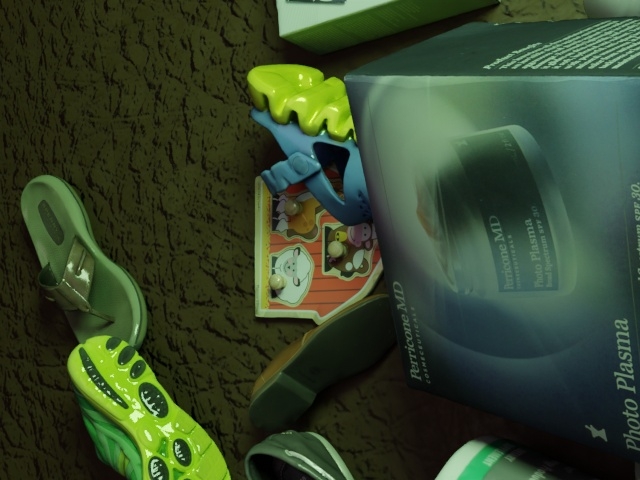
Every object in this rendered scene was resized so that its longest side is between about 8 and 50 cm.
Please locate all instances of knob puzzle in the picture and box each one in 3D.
[{"bbox_3d":[0.000,0.000,1.059,0.213,0.030,0.213,-5,81,32],"label":"knob puzzle"}]

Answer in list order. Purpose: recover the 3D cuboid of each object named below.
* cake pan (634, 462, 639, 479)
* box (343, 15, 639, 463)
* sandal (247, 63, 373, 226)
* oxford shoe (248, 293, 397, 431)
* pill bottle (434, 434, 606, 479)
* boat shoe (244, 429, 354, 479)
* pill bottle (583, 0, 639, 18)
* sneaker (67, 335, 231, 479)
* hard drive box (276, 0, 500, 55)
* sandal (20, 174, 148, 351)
[{"bbox_3d":[0.377,0.197,0.668,0.293,0.293,0.054,19,132,33],"label":"cake pan"},{"bbox_3d":[0.199,-0.011,0.724,0.294,0.182,0.296,11,121,48],"label":"box"},{"bbox_3d":[0.051,-0.073,0.986,0.317,0.126,0.138,30,122,26],"label":"sandal"},{"bbox_3d":[0.001,0.118,1.025,0.212,0.076,0.076,-37,25,13],"label":"oxford shoe"},{"bbox_3d":[0.257,0.315,0.748,0.361,0.204,0.204,19,94,33],"label":"pill bottle"},{"bbox_3d":[0.039,0.331,0.953,0.335,0.095,0.112,45,108,29],"label":"boat shoe"},{"bbox_3d":[0.401,-0.161,0.710,0.363,0.210,0.210,41,106,30],"label":"pill bottle"},{"bbox_3d":[-0.204,0.249,1.132,0.295,0.109,0.123,55,151,15],"label":"sneaker"},{"bbox_3d":[0.066,-0.325,1.021,0.232,0.089,0.181,-11,79,31],"label":"hard drive box"},{"bbox_3d":[-0.335,0.043,1.233,0.120,0.086,0.303,-45,69,21],"label":"sandal"}]
